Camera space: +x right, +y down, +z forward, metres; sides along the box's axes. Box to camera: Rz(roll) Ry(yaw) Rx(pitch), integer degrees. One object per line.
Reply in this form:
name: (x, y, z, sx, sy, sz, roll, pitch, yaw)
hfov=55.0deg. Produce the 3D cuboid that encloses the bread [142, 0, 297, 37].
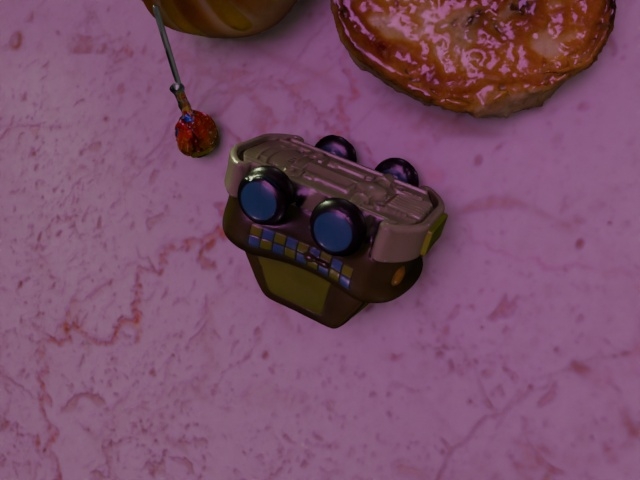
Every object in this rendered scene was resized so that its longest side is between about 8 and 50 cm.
bread: (-0.142, -0.398, 0.712, 0.333, 0.160, 0.332, 13, 127, 18)

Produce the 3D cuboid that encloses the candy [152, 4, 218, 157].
candy: (-0.180, -0.200, 0.790, 0.061, 0.060, 0.200, 0, 125, 20)

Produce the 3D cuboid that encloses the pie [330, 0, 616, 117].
pie: (0.165, -0.289, 0.676, 0.315, 0.092, 0.315, 1, 96, 8)

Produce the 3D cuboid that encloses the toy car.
toy car: (0.000, 0.000, 0.716, 0.248, 0.204, 0.198, 24, 119, 16)
